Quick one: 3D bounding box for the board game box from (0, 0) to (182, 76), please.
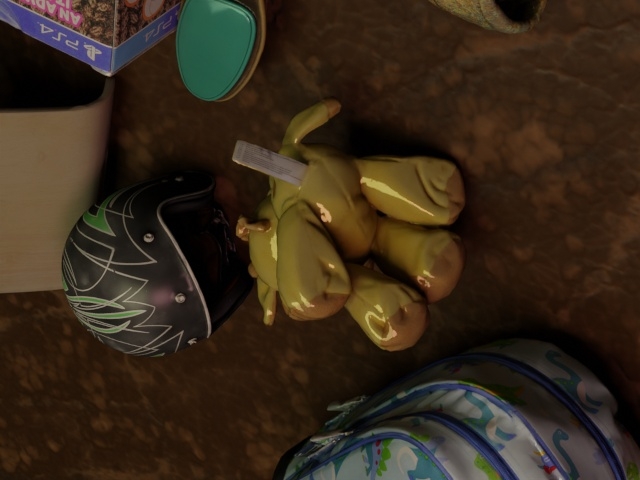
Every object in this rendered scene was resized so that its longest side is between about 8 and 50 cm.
[{"bbox_3d":[-0.205,-0.318,1.159,0.232,0.141,0.291,27,133,18],"label":"board game box"}]

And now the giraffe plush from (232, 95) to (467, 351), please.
[{"bbox_3d":[0.000,0.000,1.241,0.210,0.181,0.170,36,157,-5],"label":"giraffe plush"}]

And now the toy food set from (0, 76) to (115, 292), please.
[{"bbox_3d":[-0.345,-0.057,1.374,0.092,0.306,0.220,-113,28,-43],"label":"toy food set"}]

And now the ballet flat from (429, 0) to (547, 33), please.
[{"bbox_3d":[0.149,-0.273,0.948,0.123,0.123,0.349,31,139,14],"label":"ballet flat"}]

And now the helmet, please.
[{"bbox_3d":[-0.153,0.026,1.352,0.169,0.161,0.169,19,130,24],"label":"helmet"}]

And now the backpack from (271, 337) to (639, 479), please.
[{"bbox_3d":[0.117,0.237,1.268,0.355,0.273,0.290,-36,76,33],"label":"backpack"}]

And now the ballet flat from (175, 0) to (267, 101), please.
[{"bbox_3d":[-0.064,-0.210,1.186,0.080,0.073,0.232,28,139,12],"label":"ballet flat"}]
